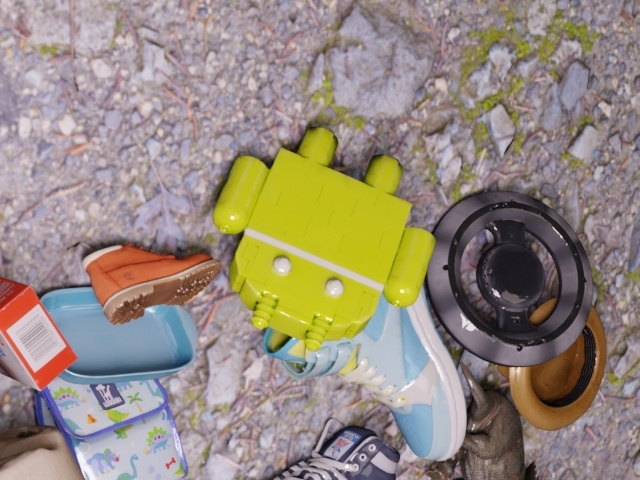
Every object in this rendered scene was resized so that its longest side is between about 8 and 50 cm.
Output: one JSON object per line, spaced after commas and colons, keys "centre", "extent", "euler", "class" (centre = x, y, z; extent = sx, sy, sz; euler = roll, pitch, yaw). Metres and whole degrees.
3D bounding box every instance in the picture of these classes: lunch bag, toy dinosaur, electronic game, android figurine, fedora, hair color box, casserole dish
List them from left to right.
{"centre": [-0.315, 0.082, 1.462], "extent": [0.053, 0.167, 0.093], "euler": [-41, 118, -24], "class": "hair color box"}
{"centre": [-0.226, 0.201, 1.596], "extent": [0.128, 0.096, 0.151], "euler": [-17, 91, -36], "class": "lunch bag"}
{"centre": [-0.219, 0.103, 1.587], "extent": [0.188, 0.037, 0.114], "euler": [-3, 54, -36], "class": "casserole dish"}
{"centre": [0.000, 0.000, 1.673], "extent": [0.248, 0.056, 0.273], "euler": [25, 56, -3], "class": "android figurine"}
{"centre": [0.214, 0.275, 1.933], "extent": [0.160, 0.121, 0.314], "euler": [-38, 113, -40], "class": "toy dinosaur"}
{"centre": [0.239, 0.047, 1.893], "extent": [0.229, 0.048, 0.229], "euler": [5, 73, -16], "class": "electronic game"}
{"centre": [0.295, 0.156, 1.978], "extent": [0.194, 0.079, 0.194], "euler": [-6, 100, -41], "class": "fedora"}

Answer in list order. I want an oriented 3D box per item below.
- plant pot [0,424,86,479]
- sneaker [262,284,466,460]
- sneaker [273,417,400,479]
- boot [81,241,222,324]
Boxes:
{"centre": [-0.304, 0.357, 1.447], "extent": [0.333, 0.334, 0.305], "euler": [-23, 98, -32], "class": "plant pot"}
{"centre": [0.040, 0.147, 1.764], "extent": [0.208, 0.127, 0.319], "euler": [-28, 103, -32], "class": "sneaker"}
{"centre": [-0.017, 0.287, 1.752], "extent": [0.282, 0.099, 0.153], "euler": [9, 96, -44], "class": "sneaker"}
{"centre": [-0.180, 0.030, 1.614], "extent": [0.158, 0.085, 0.059], "euler": [-15, 147, -42], "class": "boot"}
